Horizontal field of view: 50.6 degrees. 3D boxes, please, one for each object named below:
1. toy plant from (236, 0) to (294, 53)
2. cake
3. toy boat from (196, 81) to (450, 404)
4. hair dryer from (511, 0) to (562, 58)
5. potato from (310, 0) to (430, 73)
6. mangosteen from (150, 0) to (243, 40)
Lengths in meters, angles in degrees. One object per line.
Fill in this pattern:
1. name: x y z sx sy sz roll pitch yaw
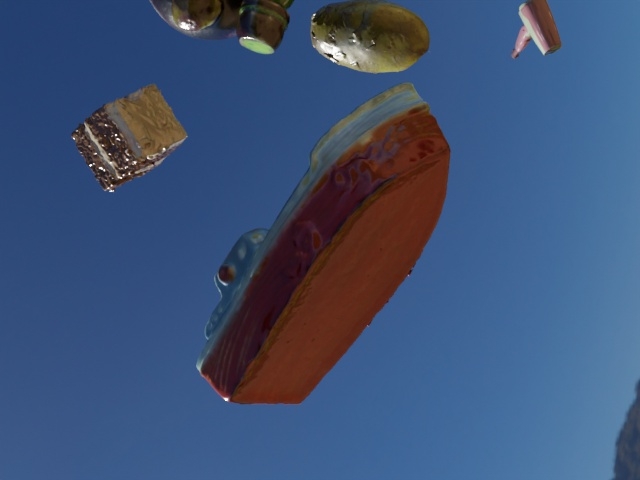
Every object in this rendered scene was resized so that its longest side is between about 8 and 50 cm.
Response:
1. toy plant: -0.092 -0.418 1.192 0.092 0.092 0.162 17 -94 -55
2. cake: -0.332 -0.182 1.197 0.135 0.147 0.135 61 -144 -10
3. toy boat: 0.000 0.000 0.645 0.145 0.133 0.332 16 -64 -45
4. hair dryer: 0.415 -0.400 1.336 0.154 0.054 0.106 127 123 -82
5. potato: 0.096 -0.398 1.322 0.149 0.251 0.113 86 -152 -50
6. mangosteen: -0.225 -0.519 1.287 0.302 0.274 0.275 -75 -21 -69
